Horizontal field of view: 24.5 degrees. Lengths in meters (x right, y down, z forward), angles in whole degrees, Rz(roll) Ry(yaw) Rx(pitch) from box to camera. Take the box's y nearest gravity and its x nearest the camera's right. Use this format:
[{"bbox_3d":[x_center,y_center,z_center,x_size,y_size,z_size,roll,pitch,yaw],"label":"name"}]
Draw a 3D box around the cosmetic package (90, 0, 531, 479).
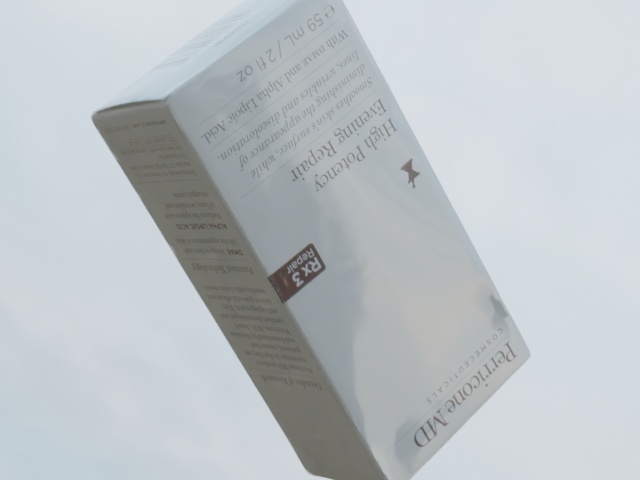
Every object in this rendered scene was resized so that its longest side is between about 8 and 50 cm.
[{"bbox_3d":[0.000,0.000,0.734,0.085,0.117,0.231,-1,-55,56],"label":"cosmetic package"}]
